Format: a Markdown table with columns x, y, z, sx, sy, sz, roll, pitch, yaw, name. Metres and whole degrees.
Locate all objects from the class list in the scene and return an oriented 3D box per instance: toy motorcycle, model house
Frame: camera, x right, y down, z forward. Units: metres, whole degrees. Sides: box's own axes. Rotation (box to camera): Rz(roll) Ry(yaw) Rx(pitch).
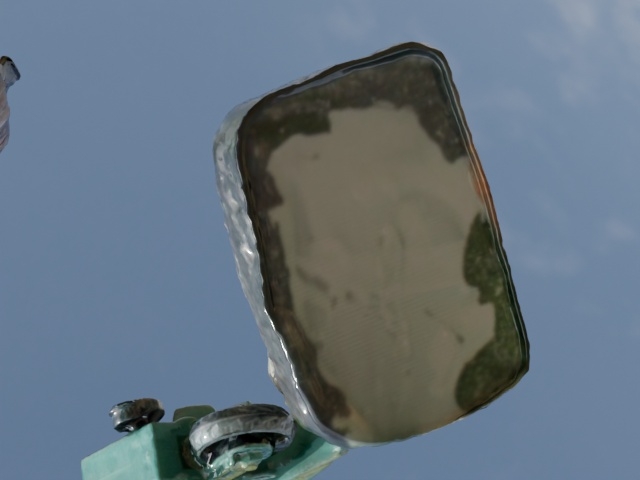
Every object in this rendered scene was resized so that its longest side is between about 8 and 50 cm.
| x | y | z | sx | sy | sz | roll | pitch | yaw | name |
| --- | --- | --- | --- | --- | --- | --- | --- | --- | --- |
| -0.106 | 0.204 | 1.545 | 0.198 | 0.296 | 0.109 | 12 | -123 | -43 | toy motorcycle |
| 0.000 | 0.000 | 1.439 | 0.190 | 0.301 | 0.271 | -21 | -79 | -16 | model house |

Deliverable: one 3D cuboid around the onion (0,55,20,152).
| x | y | z | sx | sy | sz | roll | pitch | yaw | name |
| --- | --- | --- | --- | --- | --- | --- | --- | --- | --- |
| -0.409 | -0.072 | 1.555 | 0.314 | 0.280 | 0.146 | 5 | -127 | 1 | onion |
